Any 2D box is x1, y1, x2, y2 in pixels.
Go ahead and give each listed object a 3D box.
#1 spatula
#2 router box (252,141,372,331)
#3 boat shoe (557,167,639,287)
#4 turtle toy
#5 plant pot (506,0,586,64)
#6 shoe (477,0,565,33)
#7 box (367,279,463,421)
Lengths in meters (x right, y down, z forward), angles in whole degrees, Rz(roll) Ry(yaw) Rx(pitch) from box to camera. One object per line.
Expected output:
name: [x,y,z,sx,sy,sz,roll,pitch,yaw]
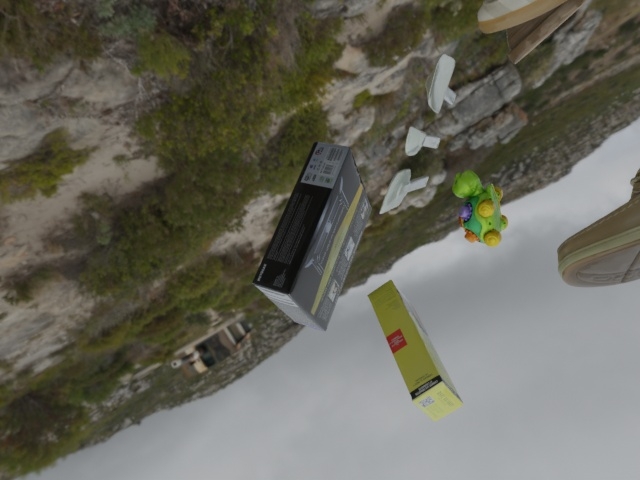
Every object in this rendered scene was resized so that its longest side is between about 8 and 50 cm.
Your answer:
spatula: [0.131,-0.123,0.570,0.242,0.019,0.168,-25,133,-65]
router box: [0.000,0.000,0.952,0.309,0.080,0.243,-68,156,-19]
boat shoe: [0.392,-0.045,0.517,0.302,0.098,0.109,-27,145,9]
turtle toy: [0.252,-0.050,0.754,0.066,0.130,0.095,-8,-163,33]
plant pot: [0.511,-0.530,1.082,0.237,0.110,0.237,-41,180,0]
shoe: [0.230,-0.253,0.392,0.218,0.058,0.077,-24,-160,31]
box: [0.152,0.174,0.791,0.058,0.087,0.232,-35,-143,12]
